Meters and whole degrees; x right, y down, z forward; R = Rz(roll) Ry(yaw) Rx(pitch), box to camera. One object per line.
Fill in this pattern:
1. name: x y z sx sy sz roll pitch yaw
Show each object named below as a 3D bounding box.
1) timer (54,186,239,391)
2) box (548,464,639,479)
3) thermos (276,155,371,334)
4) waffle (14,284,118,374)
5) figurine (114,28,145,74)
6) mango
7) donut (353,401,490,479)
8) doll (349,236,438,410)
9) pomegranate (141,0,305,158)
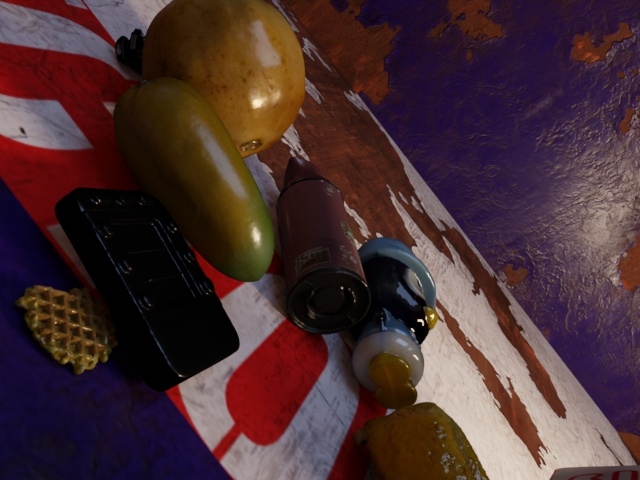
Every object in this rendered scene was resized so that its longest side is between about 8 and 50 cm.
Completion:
1. timer: -0.157 0.040 0.579 0.187 0.055 0.144 59 15 6
2. box: 0.430 0.438 0.728 0.312 0.300 0.314 15 66 -62
3. thermos: 0.003 -0.007 0.948 0.136 0.109 0.330 27 27 -25
4. waffle: -0.195 0.065 0.497 0.078 0.016 0.085 58 19 4
5. figurine: -0.218 -0.276 0.959 0.196 0.114 0.108 6 72 -52
6. mango: -0.138 -0.064 0.692 0.251 0.114 0.156 60 -24 12
7. donut: 0.141 0.303 0.735 0.253 0.118 0.253 59 5 -9
8. doll: 0.108 0.107 0.954 0.314 0.141 0.177 -84 160 -55
9. pomegranate: -0.126 -0.213 0.834 0.233 0.233 0.233 45 19 -21
